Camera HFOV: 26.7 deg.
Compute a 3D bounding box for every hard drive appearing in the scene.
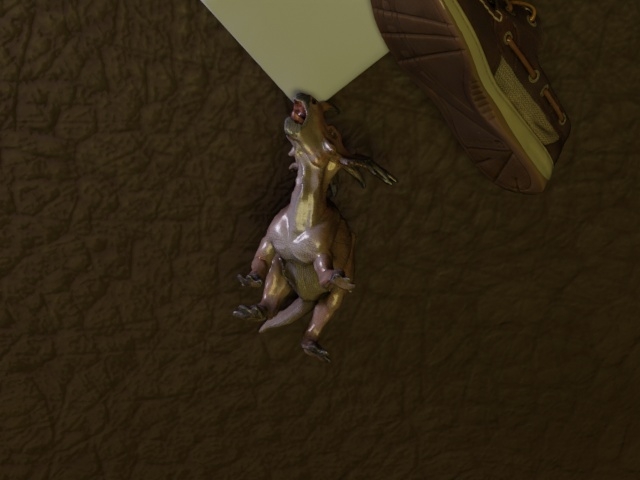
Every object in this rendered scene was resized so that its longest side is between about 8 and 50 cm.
[{"bbox_3d":[0.047,-0.288,1.369,0.307,0.040,0.203,-37,130,9],"label":"hard drive"}]

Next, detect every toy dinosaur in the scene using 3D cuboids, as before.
[{"bbox_3d":[0.000,0.000,1.473,0.127,0.200,0.296,18,145,7],"label":"toy dinosaur"}]

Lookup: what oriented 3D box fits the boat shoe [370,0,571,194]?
[{"bbox_3d":[0.169,-0.200,1.403,0.123,0.123,0.342,-51,124,-19],"label":"boat shoe"}]
